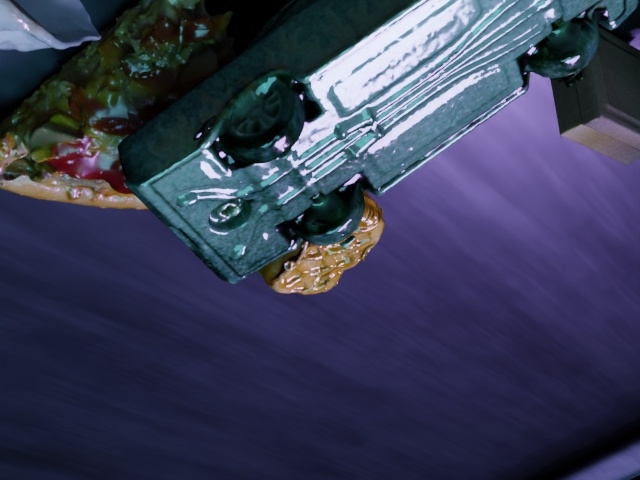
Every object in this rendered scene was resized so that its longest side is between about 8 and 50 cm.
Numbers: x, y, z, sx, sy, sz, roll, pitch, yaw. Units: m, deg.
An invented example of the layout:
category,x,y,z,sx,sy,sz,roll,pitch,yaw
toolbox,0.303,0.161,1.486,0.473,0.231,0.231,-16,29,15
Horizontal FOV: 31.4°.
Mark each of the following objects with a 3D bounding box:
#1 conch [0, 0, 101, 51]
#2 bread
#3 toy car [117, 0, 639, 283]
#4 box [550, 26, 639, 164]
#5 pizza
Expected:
category,x,y,z,sx,sy,sz,roll,pitch,yaw
conch,-0.166,-0.171,0.405,0.303,0.215,0.319,-20,-173,22
bread,0.000,0.000,0.876,0.083,0.044,0.111,11,136,-37
toy car,0.037,-0.106,0.675,0.320,0.097,0.141,-35,145,2
box,0.191,-0.101,0.775,0.083,0.079,0.035,17,149,-39
pizza,-0.104,-0.080,0.698,0.188,0.062,0.199,-1,143,-26
